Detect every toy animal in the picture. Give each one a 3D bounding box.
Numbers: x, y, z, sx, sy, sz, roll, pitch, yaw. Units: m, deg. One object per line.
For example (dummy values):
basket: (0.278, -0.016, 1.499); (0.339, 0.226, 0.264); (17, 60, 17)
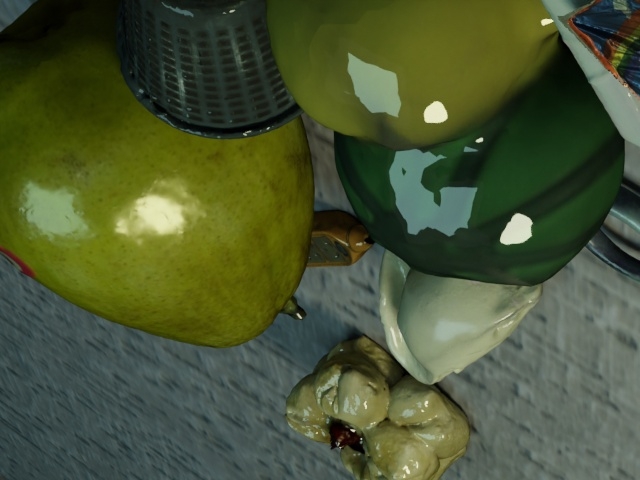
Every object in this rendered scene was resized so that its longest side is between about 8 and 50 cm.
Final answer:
toy animal: (0.068, -0.118, 1.147); (0.216, 0.191, 0.338); (1, 122, 40)

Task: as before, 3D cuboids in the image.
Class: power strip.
power strip: (0.000, 0.000, 1.704); (0.049, 0.028, 0.178); (52, 154, -20)

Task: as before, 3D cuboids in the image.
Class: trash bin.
trash bin: (-0.071, -0.178, 1.289); (0.175, 0.175, 0.161); (36, 168, 13)

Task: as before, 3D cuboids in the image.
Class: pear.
pear: (-0.131, -0.053, 1.509); (0.375, 0.287, 0.287); (47, 156, -28)

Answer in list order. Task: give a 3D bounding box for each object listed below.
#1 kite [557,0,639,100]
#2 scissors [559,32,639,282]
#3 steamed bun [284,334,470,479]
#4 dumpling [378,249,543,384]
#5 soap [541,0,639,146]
kite: (0.224, -0.088, 0.957); (0.234, 0.016, 0.321); (27, 152, 31)
scissors: (0.102, -0.098, 1.381); (0.383, 0.029, 0.256); (22, 150, 38)
steamed bun: (0.057, 0.189, 1.843); (0.177, 0.106, 0.192); (41, 155, -2)
dumpling: (0.101, 0.041, 1.542); (0.134, 0.100, 0.169); (53, 156, 9)
soap: (0.210, -0.173, 0.987); (0.208, 0.115, 0.347); (5, 138, 53)
